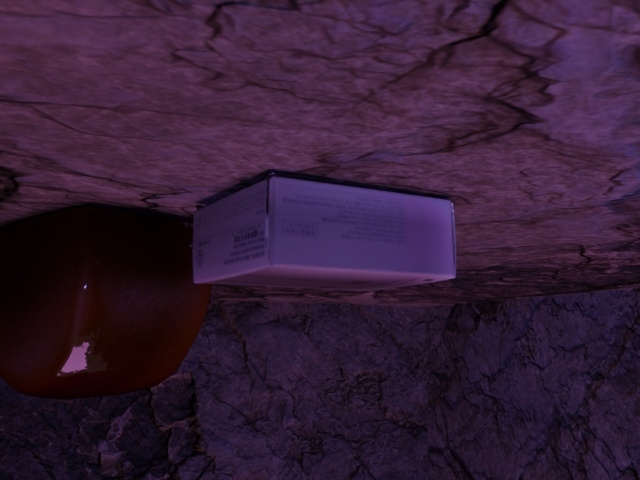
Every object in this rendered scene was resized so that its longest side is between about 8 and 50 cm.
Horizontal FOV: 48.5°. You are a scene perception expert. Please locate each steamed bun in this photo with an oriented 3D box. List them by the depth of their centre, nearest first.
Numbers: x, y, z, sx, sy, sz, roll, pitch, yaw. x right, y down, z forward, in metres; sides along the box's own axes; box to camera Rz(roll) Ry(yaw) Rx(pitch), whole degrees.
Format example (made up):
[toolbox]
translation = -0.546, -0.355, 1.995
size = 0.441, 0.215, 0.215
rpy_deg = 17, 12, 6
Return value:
[steamed bun]
translation = -0.335, 0.101, 1.024
size = 0.379, 0.248, 0.235
rpy_deg = -10, 168, 44

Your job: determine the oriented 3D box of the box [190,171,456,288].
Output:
[box]
translation = 0.000, 0.000, 0.839
size = 0.251, 0.106, 0.203
rpy_deg = 4, 169, -32
